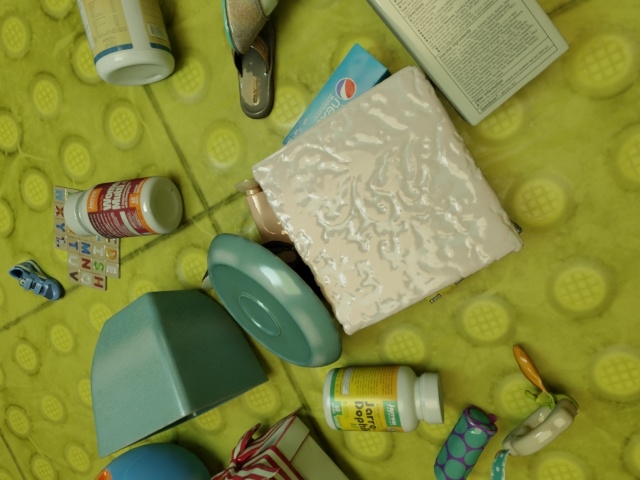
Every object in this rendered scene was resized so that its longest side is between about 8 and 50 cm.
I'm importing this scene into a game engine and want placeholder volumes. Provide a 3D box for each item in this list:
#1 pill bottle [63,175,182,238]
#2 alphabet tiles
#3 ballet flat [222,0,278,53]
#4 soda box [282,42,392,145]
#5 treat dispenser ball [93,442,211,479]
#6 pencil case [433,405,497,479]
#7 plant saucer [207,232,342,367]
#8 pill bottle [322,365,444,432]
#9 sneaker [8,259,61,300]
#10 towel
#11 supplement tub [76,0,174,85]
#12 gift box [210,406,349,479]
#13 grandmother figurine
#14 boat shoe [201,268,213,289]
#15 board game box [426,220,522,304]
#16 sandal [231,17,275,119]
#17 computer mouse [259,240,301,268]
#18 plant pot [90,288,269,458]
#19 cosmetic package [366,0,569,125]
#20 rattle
[{"bbox_3d":[-0.418,-0.066,0.892,0.221,0.121,0.121,-4,99,17],"label":"pill bottle"},{"bbox_3d":[-0.567,-0.001,1.017,0.198,0.009,0.237,11,103,16],"label":"alphabet tiles"},{"bbox_3d":[-0.106,-0.472,0.697,0.106,0.107,0.316,-3,87,11],"label":"ballet flat"},{"bbox_3d":[0.028,-0.230,0.742,0.071,0.067,0.210,43,110,6],"label":"soda box"},{"bbox_3d":[-0.375,0.602,0.922,0.288,0.288,0.288,4,102,18],"label":"treat dispenser ball"},{"bbox_3d":[0.269,0.388,0.785,0.070,0.064,0.151,14,108,-24],"label":"pencil case"},{"bbox_3d":[-0.100,0.125,0.768,0.317,0.044,0.317,31,145,24],"label":"plant saucer"},{"bbox_3d":[0.119,0.296,0.788,0.208,0.117,0.117,-7,98,19],"label":"pill bottle"},{"bbox_3d":[-0.721,0.108,1.063,0.144,0.059,0.053,34,107,9],"label":"sneaker"},{"bbox_3d":[0.098,-0.058,0.677,0.317,0.053,0.332,-30,86,10],"label":"towel"},{"bbox_3d":[-0.372,-0.414,0.799,0.144,0.144,0.199,-11,97,20],"label":"supplement tub"},{"bbox_3d":[-0.086,0.515,0.833,0.258,0.255,0.276,46,116,3],"label":"gift box"},{"bbox_3d":[-0.038,0.035,0.803,0.208,0.104,0.342,-16,97,6],"label":"grandmother figurine"},{"bbox_3d":[-0.213,0.057,0.895,0.133,0.049,0.042,-46,51,29],"label":"boat shoe"},{"bbox_3d":[0.200,-0.026,0.730,0.194,0.060,0.194,47,111,6],"label":"board game box"},{"bbox_3d":[-0.134,-0.339,0.779,0.090,0.060,0.219,4,102,18],"label":"sandal"},{"bbox_3d":[0.000,0.000,0.740,0.242,0.041,0.071,-18,96,-11],"label":"computer mouse"},{"bbox_3d":[-0.307,0.241,0.862,0.247,0.248,0.252,-32,74,22],"label":"plant pot"},{"bbox_3d":[0.184,-0.339,0.608,0.160,0.113,0.309,-39,101,20],"label":"cosmetic package"},{"bbox_3d":[0.325,0.308,0.730,0.143,0.130,0.199,41,120,7],"label":"rattle"}]
